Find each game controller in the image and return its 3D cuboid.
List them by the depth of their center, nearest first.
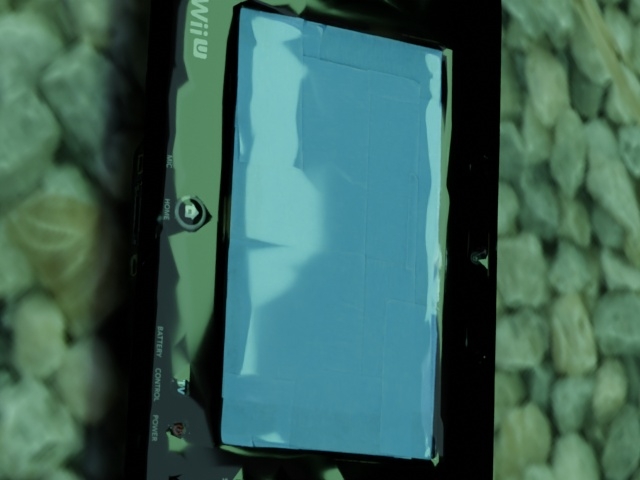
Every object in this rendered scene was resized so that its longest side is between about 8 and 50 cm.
[{"bbox_3d":[0.000,0.000,0.762,0.166,0.067,0.319,11,75,-39],"label":"game controller"}]
